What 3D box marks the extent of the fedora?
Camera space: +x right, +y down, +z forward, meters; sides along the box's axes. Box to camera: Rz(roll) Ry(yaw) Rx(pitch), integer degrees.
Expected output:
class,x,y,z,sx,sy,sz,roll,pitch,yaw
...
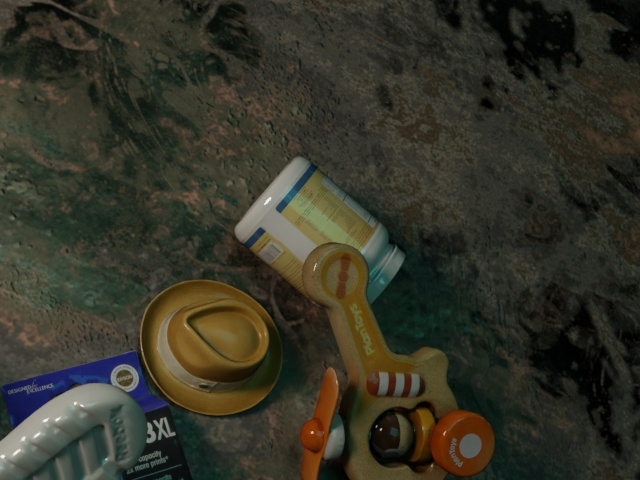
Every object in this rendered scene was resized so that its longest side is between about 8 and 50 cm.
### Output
class,x,y,z,sx,sy,sz,roll,pitch,yaw
fedora,-0.128,0.125,1.343,0.194,0.079,0.194,10,63,-22

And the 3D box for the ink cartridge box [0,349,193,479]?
class,x,y,z,sx,sy,sz,roll,pitch,yaw
ink cartridge box,-0.230,0.311,1.221,0.175,0.069,0.371,-13,72,-30

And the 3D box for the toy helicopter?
class,x,y,z,sx,sy,sz,roll,pitch,yaw
toy helicopter,0.052,0.175,1.337,0.235,0.140,0.355,-25,101,-18

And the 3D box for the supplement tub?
class,x,y,z,sx,sy,sz,roll,pitch,yaw
supplement tub,0.000,0.000,1.425,0.199,0.144,0.144,41,56,-5

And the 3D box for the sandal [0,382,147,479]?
class,x,y,z,sx,sy,sz,roll,pitch,yaw
sandal,-0.370,0.283,1.105,0.416,0.102,0.169,-30,126,-14
